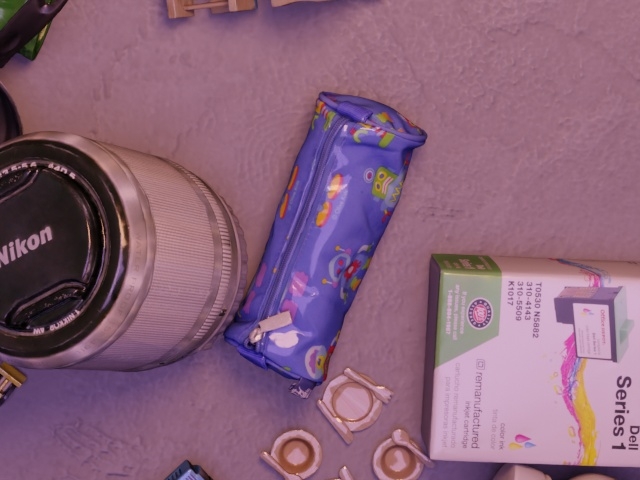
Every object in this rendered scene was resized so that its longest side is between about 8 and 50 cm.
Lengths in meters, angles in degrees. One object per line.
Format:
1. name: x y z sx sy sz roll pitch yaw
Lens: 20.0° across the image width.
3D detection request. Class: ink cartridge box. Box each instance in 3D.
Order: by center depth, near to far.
1. ink cartridge box: 0.251 0.124 1.881 0.278 0.117 0.201 2 97 -2

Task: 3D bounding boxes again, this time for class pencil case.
1. pencil case: 0.000 0.000 1.852 0.119 0.133 0.306 24 96 20

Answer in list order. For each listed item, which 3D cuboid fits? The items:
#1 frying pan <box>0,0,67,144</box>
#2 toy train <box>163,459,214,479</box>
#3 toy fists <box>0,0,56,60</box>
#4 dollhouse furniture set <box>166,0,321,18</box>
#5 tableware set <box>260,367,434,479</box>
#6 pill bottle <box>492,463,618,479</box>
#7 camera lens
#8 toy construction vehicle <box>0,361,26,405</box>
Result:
1. frying pan: -0.375 -0.168 1.807 0.197 0.053 0.326 18 120 -11
2. toy train: -0.118 0.324 1.918 0.105 0.080 0.184 -43 96 -2
3. toy fists: -0.312 -0.323 1.819 0.142 0.096 0.279 21 98 -3
4. dollhouse furniture set: -0.051 -0.301 1.834 0.184 0.129 0.129 -3 98 29
5. tableware set: 0.027 0.231 1.937 0.169 0.020 0.141 -42 97 3
6. pill bottle: 0.323 0.356 1.878 0.334 0.188 0.188 23 96 -4
7. camera lens: -0.215 0.016 1.746 0.219 0.274 0.219 -2 85 22
8. toy construction vehicle: -0.340 0.117 1.904 0.086 0.035 0.098 41 94 -6
